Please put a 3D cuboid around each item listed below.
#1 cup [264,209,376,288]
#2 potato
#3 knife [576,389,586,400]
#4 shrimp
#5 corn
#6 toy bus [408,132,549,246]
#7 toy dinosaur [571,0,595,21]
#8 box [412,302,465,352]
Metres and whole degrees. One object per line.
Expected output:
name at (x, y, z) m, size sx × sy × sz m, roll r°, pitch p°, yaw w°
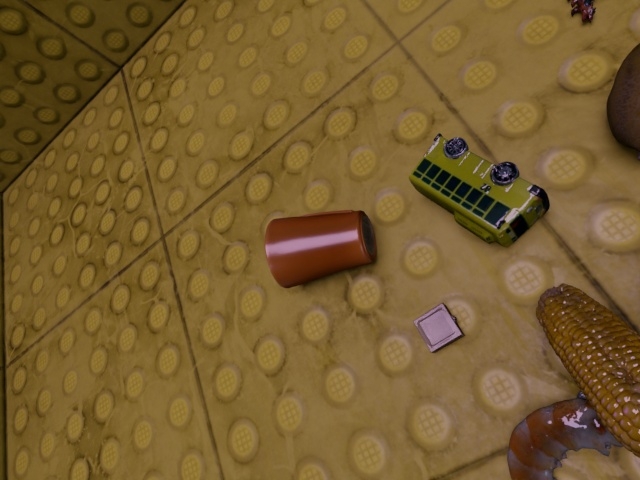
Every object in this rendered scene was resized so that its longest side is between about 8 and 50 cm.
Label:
cup at (0.000, 0.000, 1.066) m, size 0.263 × 0.183 × 0.226 m, roll -11°, pitch 38°, yaw 20°
potato at (0.629, -0.266, 0.762) m, size 0.174 × 0.158 × 0.252 m, roll 35°, pitch 103°, yaw 58°
knife at (0.530, 0.301, 0.717) m, size 0.162 × 0.023 × 0.044 m, roll 20°, pitch 88°, yaw 34°
shrimp at (0.418, 0.401, 0.719) m, size 0.185 × 0.068 × 0.288 m, roll 1°, pitch 81°, yaw 37°
corn at (0.460, 0.197, 0.667) m, size 0.130 × 0.130 × 0.347 m, roll -39°, pitch 25°, yaw 15°
toy bus at (0.334, -0.104, 0.904) m, size 0.262 × 0.128 × 0.150 m, roll 42°, pitch 98°, yaw 35°
toy dinosaur at (0.585, -0.555, 0.941) m, size 0.055 × 0.049 × 0.154 m, roll -9°, pitch 75°, yaw 31°
box at (0.257, 0.189, 0.910) m, size 0.083 × 0.035 × 0.080 m, roll -35°, pitch 60°, yaw 16°
